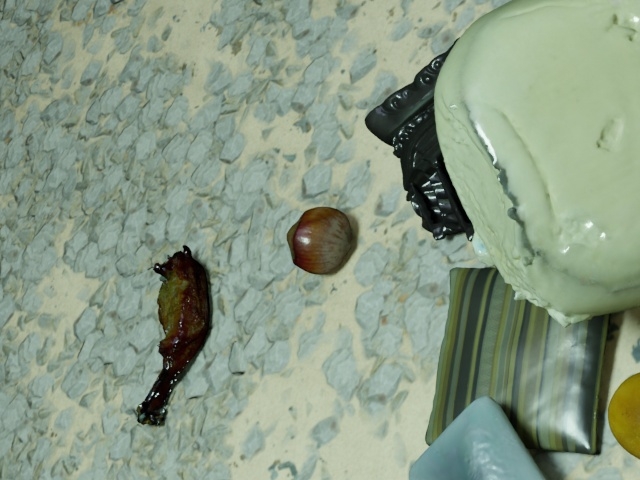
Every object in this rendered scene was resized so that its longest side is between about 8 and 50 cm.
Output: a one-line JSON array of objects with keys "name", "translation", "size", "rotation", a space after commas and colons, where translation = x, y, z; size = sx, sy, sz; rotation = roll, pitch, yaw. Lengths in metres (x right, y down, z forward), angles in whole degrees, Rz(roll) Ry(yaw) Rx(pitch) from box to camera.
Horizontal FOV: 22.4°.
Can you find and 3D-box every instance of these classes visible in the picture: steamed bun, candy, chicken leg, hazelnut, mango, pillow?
[{"name": "steamed bun", "translation": [0.283, -0.091, 1.638], "size": [0.312, 0.233, 0.334], "rotation": [-15, 80, -7]}, {"name": "candy", "translation": [0.172, 0.264, 1.657], "size": [0.138, 0.071, 0.174], "rotation": [-50, 51, 25]}, {"name": "chicken leg", "translation": [-0.195, 0.123, 2.140], "size": [0.106, 0.051, 0.253], "rotation": [-17, 56, 45]}, {"name": "hazelnut", "translation": [0.000, 0.000, 2.008], "size": [0.086, 0.086, 0.086], "rotation": [-24, 51, 33]}, {"name": "mango", "translation": [0.360, 0.169, 1.536], "size": [0.184, 0.085, 0.102], "rotation": [2, 68, 40]}, {"name": "pillow", "translation": [0.214, 0.124, 1.731], "size": [0.212, 0.052, 0.208], "rotation": [-3, 70, 37]}]

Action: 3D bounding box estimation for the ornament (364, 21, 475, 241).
[{"name": "ornament", "translation": [0.187, -0.099, 1.874], "size": [0.251, 0.106, 0.260], "rotation": [-39, 52, 31]}]
